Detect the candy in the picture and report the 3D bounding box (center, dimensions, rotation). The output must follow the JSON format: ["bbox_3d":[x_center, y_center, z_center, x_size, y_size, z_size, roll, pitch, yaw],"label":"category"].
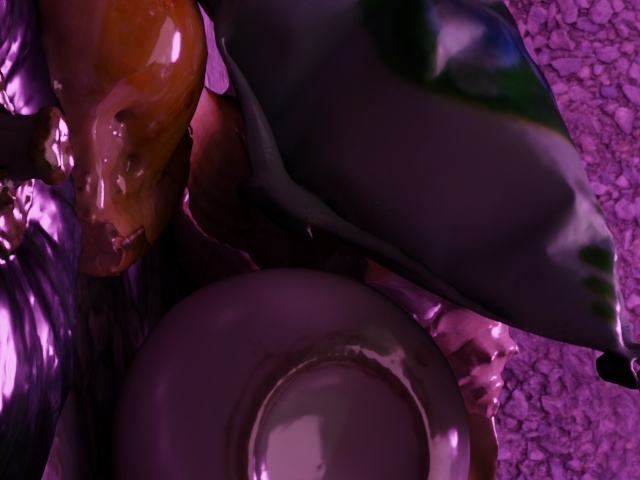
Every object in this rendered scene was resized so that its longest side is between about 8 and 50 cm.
[{"bbox_3d":[0.096,-0.038,0.992,0.398,0.172,0.263,45,14,4],"label":"candy"}]

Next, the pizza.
[{"bbox_3d":[-0.099,-0.078,0.902,0.204,0.080,0.188,-86,166,-58],"label":"pizza"}]

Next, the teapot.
[{"bbox_3d":[-0.001,0.168,0.925,0.149,0.220,0.318,-6,-77,60],"label":"teapot"}]

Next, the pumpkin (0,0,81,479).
[{"bbox_3d":[-0.122,-0.012,0.369,0.202,0.140,0.202,-10,90,-83],"label":"pumpkin"}]

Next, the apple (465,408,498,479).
[{"bbox_3d":[0.105,0.255,1.440,0.311,0.320,0.360,45,-7,10],"label":"apple"}]

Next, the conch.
[{"bbox_3d":[-0.003,0.010,1.166,0.263,0.324,0.186,-5,126,-58],"label":"conch"}]

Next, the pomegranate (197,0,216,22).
[{"bbox_3d":[-0.044,-0.247,1.260,0.204,0.276,0.222,-42,-111,51],"label":"pomegranate"}]
